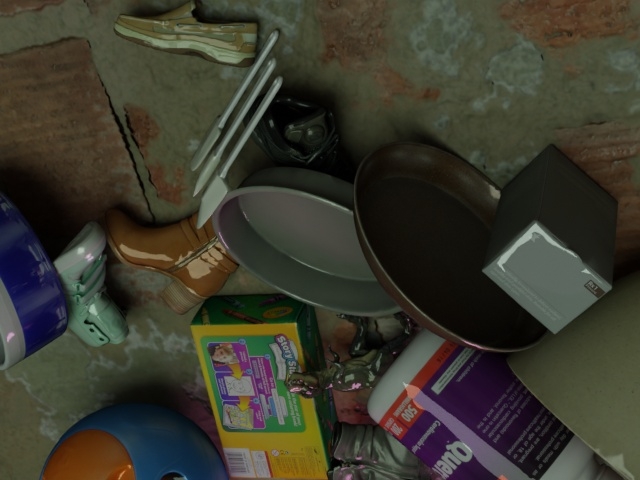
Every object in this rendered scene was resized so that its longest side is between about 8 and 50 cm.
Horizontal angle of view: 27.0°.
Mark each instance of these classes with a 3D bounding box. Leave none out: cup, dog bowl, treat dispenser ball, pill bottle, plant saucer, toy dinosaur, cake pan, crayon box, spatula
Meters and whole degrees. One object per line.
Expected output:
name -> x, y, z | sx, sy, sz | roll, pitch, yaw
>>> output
cup -> 0.434, 0.163, 1.655 | 0.331, 0.331, 0.237 | 38, 98, -5
dog bowl -> -0.476, 0.048, 1.901 | 0.265, 0.104, 0.264 | 39, 147, 32
treat dispenser ball -> -0.278, 0.387, 1.992 | 0.288, 0.288, 0.288 | 8, 120, 14
pill bottle -> 0.231, 0.255, 1.748 | 0.323, 0.181, 0.181 | 40, 123, 10
plant saucer -> 0.158, 0.014, 1.637 | 0.311, 0.310, 0.050 | 39, 127, -6
toy dinosaur -> 0.080, 0.160, 1.876 | 0.268, 0.064, 0.118 | -2, 95, -8
cake pan -> 0.000, 0.000, 1.759 | 0.293, 0.054, 0.293 | 18, 152, 10
crayon box -> -0.075, 0.218, 1.955 | 0.165, 0.081, 0.278 | -2, 117, 19
spatula -> -0.109, -0.145, 1.728 | 0.019, 0.168, 0.242 | 25, 120, -20

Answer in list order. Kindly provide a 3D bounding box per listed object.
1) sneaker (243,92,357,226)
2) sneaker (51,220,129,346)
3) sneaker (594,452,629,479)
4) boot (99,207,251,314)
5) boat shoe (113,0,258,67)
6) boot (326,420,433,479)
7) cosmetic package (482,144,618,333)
sneaker -> -0.002, -0.102, 1.726 | 0.087, 0.130, 0.227 | -42, 101, -12
sneaker -> -0.317, 0.069, 1.912 | 0.151, 0.094, 0.256 | 41, 150, -4
sneaker -> 0.361, 0.284, 1.851 | 0.229, 0.087, 0.092 | 25, 120, 1
boot -> -0.204, -0.007, 1.889 | 0.197, 0.073, 0.152 | 46, 113, -7
boat shoe -> -0.173, -0.280, 1.732 | 0.190, 0.068, 0.072 | 11, 109, 0
boot -> 0.089, 0.365, 1.955 | 0.161, 0.083, 0.246 | -6, 110, -6
cosmetic package -> 0.285, -0.007, 1.625 | 0.127, 0.238, 0.107 | 41, 121, -6
